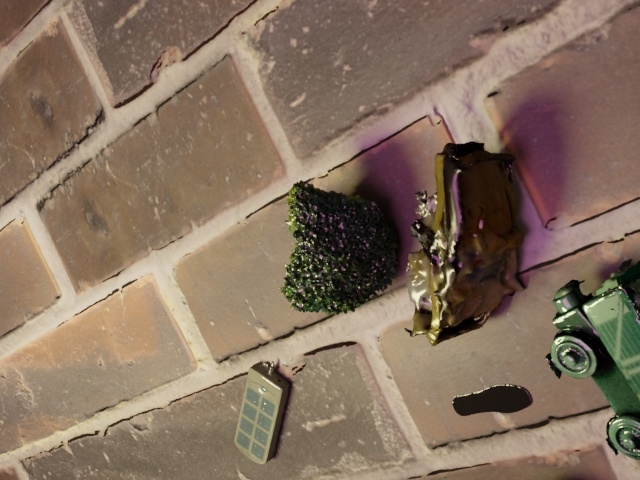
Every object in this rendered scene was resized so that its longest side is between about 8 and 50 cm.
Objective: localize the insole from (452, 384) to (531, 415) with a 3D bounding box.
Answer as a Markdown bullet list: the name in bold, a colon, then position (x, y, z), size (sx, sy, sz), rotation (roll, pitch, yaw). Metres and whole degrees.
- **insole**: position (0.246, 0.234, 1.307), size (0.135, 0.002, 0.045), rotation (-21, 92, 42)

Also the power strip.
- **power strip**: position (-0.106, 0.307, 1.611), size (0.080, 0.029, 0.227), rotation (30, 124, 28)

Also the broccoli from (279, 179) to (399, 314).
- **broccoli**: position (0.000, 0.000, 1.331), size (0.194, 0.194, 0.219), rotation (8, 135, 38)

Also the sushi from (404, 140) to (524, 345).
- **sushi**: position (0.193, 0.007, 1.196), size (0.131, 0.139, 0.291), rotation (33, 127, 50)

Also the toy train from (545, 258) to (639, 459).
- **toy train**: position (0.387, 0.159, 1.086), size (0.154, 0.115, 0.269), rotation (-36, 82, 48)
